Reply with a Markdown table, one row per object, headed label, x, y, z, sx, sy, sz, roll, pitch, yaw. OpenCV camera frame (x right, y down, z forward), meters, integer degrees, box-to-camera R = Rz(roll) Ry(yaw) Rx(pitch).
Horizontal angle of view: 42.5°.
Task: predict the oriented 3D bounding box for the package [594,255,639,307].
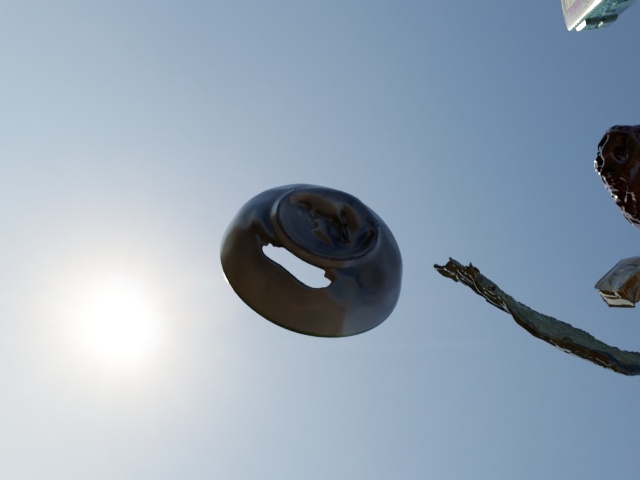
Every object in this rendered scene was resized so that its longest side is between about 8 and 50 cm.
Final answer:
| label | x | y | z | sx | sy | sz | roll | pitch | yaw |
| --- | --- | --- | --- | --- | --- | --- | --- | --- | --- |
| package | 0.491 | 0.049 | 1.262 | 0.047 | 0.131 | 0.071 | 53 | -13 | -5 |

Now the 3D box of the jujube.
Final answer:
| label | x | y | z | sx | sy | sz | roll | pitch | yaw |
| --- | --- | --- | --- | --- | --- | --- | --- | --- | --- |
| jujube | 0.522 | -0.097 | 1.266 | 0.168 | 0.236 | 0.168 | -38 | -139 | 43 |

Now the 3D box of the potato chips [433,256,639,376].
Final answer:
| label | x | y | z | sx | sy | sz | roll | pitch | yaw |
| --- | --- | --- | --- | --- | --- | --- | --- | --- | --- |
| potato chips | 0.189 | 0.065 | 0.699 | 0.207 | 0.092 | 0.028 | 28 | -82 | 11 |

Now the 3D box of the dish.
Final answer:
| label | x | y | z | sx | sy | sz | roll | pitch | yaw |
| --- | --- | --- | --- | --- | --- | --- | --- | --- | --- |
| dish | 0.000 | 0.000 | 1.380 | 0.324 | 0.324 | 0.124 | 43 | -44 | 24 |

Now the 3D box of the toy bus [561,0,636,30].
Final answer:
| label | x | y | z | sx | sy | sz | roll | pitch | yaw |
| --- | --- | --- | --- | --- | --- | --- | --- | --- | --- |
| toy bus | 0.443 | -0.403 | 1.301 | 0.261 | 0.091 | 0.109 | -22 | 106 | -83 |
